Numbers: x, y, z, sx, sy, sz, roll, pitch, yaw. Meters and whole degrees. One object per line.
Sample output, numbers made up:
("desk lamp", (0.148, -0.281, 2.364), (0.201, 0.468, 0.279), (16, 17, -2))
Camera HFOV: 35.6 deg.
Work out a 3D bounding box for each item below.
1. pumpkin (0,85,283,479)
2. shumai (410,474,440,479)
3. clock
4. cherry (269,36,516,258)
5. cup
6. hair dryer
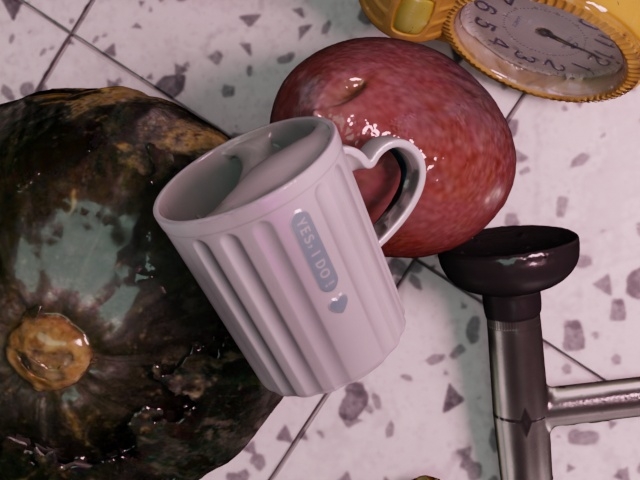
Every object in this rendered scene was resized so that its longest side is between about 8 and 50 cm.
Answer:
("pumpkin", (-0.238, 0.059, 1.050), (0.454, 0.344, 0.454), (0, 99, -2))
("shumai", (0.128, 0.325, 1.165), (0.099, 0.124, 0.087), (-5, 52, 25))
("clock", (0.212, -0.276, 1.048), (0.317, 0.244, 0.200), (26, 79, 1))
("cherry", (0.068, -0.097, 1.046), (0.261, 0.307, 0.221), (41, 110, 25))
("cup", (-0.003, 0.008, 0.865), (0.221, 0.167, 0.202), (-20, 116, 11))
("hair dryer", (0.302, 0.118, 1.145), (0.284, 0.155, 0.320), (-19, 104, -13))
